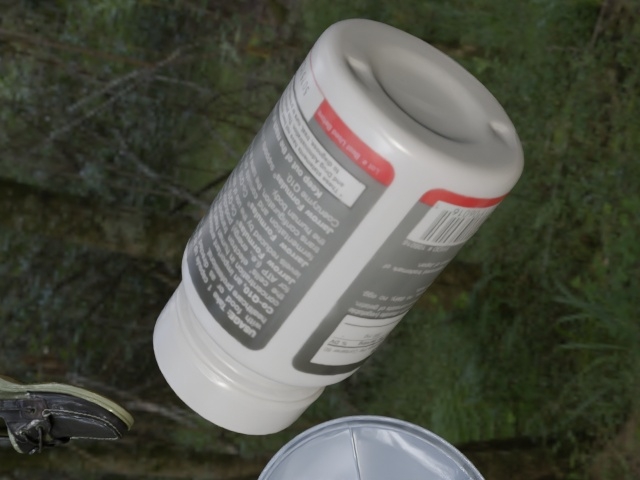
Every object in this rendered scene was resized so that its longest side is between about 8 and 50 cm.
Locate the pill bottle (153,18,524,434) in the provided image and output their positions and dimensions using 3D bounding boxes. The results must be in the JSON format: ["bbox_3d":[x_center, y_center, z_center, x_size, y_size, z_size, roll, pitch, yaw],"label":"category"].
[{"bbox_3d":[0.000,0.000,0.783,0.283,0.161,0.161,-53,35,32],"label":"pill bottle"}]

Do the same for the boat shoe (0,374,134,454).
[{"bbox_3d":[-0.307,0.193,1.169,0.080,0.223,0.073,73,-150,-50],"label":"boat shoe"}]

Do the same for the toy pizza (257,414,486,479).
[{"bbox_3d":[0.041,0.227,0.816,0.032,0.201,0.201,-15,-62,-75],"label":"toy pizza"}]
